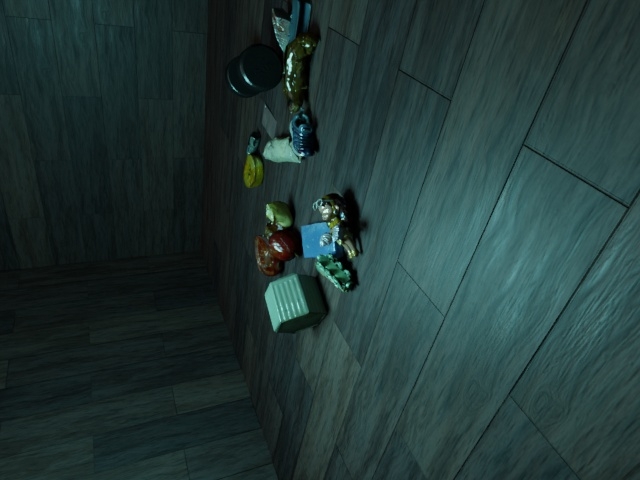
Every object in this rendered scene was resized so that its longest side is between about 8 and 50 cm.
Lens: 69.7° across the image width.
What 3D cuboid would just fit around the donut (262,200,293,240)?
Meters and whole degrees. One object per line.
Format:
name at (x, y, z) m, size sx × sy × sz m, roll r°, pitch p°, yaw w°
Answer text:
donut at (-0.192, -0.087, 2.147) m, size 0.085 × 0.141 × 0.217 m, roll 54°, pitch 154°, yaw 33°

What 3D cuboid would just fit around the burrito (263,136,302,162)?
burrito at (-0.174, -0.416, 2.106) m, size 0.392 × 0.076 × 0.117 m, roll 22°, pitch 108°, yaw 61°

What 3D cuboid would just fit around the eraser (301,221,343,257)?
eraser at (0.000, 0.000, 1.852) m, size 0.312 × 0.043 × 0.144 m, roll 177°, pitch 88°, yaw -65°

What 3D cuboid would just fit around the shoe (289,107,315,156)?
shoe at (-0.070, -0.428, 1.847) m, size 0.106 × 0.092 × 0.207 m, roll 121°, pitch 140°, yaw -61°

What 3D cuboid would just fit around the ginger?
ginger at (-0.092, -0.673, 1.824) m, size 0.133 × 0.107 × 0.309 m, roll 35°, pitch 132°, yaw 22°

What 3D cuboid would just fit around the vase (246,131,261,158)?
vase at (-0.380, -0.512, 2.548) m, size 0.211 × 0.060 × 0.059 m, roll 122°, pitch 136°, yaw -53°

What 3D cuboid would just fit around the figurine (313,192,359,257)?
figurine at (0.062, -0.050, 1.621) m, size 0.175 × 0.116 × 0.239 m, roll -37°, pitch 68°, yaw 65°

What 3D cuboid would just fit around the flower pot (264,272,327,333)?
flower pot at (-0.108, 0.270, 1.951) m, size 0.209 × 0.239 × 0.189 m, roll -34°, pitch 62°, yaw 28°

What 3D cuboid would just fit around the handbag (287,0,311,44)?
handbag at (-0.096, -0.857, 1.856) m, size 0.144 × 0.057 × 0.221 m, roll -120°, pitch 34°, yaw -50°

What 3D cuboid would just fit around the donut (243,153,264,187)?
donut at (-0.364, -0.381, 2.533) m, size 0.174 × 0.075 × 0.190 m, roll -126°, pitch 42°, yaw -50°

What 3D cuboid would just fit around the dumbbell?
dumbbell at (-0.322, -0.798, 2.185) m, size 0.322 × 0.204 × 0.203 m, roll -158°, pitch 65°, yaw -64°

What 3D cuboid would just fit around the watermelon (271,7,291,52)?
watermelon at (-0.156, -0.897, 1.945) m, size 0.081 × 0.094 × 0.180 m, roll 10°, pitch 119°, yaw 62°

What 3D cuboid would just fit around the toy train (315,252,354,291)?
toy train at (0.055, 0.123, 1.699) m, size 0.176 × 0.074 × 0.118 m, roll 43°, pitch 164°, yaw 26°

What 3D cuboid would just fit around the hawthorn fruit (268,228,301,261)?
hawthorn fruit at (-0.155, 0.029, 2.092) m, size 0.172 × 0.148 × 0.148 m, roll 28°, pitch 124°, yaw 33°

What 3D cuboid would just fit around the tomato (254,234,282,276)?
tomato at (-0.256, 0.079, 2.373) m, size 0.228 × 0.101 × 0.227 m, roll 39°, pitch 136°, yaw 50°

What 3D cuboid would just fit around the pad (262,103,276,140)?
pad at (-0.259, -0.598, 2.330) m, size 0.187 × 0.006 × 0.113 m, roll 59°, pitch 145°, yaw 40°
